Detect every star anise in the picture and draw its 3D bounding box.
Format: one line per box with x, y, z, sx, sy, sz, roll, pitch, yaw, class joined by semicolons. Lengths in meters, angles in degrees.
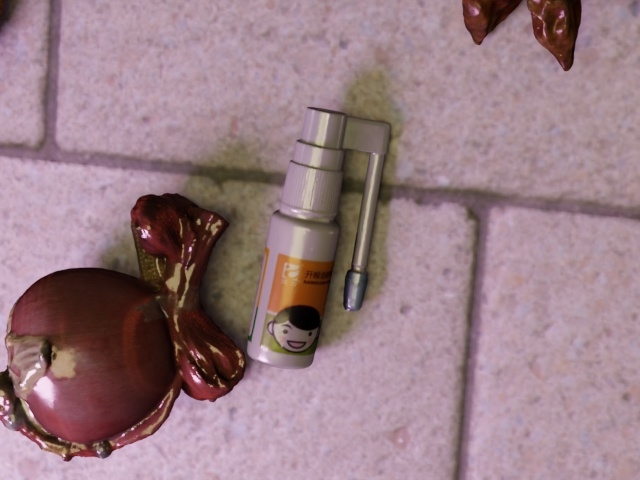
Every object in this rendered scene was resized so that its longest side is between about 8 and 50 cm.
0.175;-0.235;1.101;0.212;0.111;0.196;15;108;8;star anise

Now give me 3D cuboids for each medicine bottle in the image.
0.000;0.000;1.208;0.092;0.061;0.221;9;100;-9;medicine bottle

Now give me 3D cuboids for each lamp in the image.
-0.186;0.077;1.237;0.223;0.151;0.215;-15;96;-22;lamp

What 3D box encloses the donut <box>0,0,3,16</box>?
-0.382;-0.233;1.252;0.226;0.114;0.227;0;93;10;donut
